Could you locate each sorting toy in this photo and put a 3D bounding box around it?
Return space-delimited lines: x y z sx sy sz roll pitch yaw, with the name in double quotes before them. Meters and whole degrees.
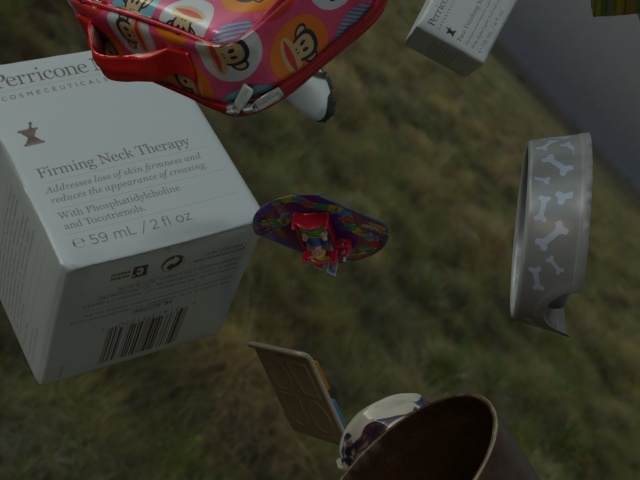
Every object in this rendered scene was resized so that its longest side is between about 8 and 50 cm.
"sorting toy" -0.028 0.262 2.002 0.193 0.038 0.208 3 -55 59

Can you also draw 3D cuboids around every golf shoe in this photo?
"golf shoe" -0.061 -0.231 1.543 0.094 0.077 0.198 -32 82 -43

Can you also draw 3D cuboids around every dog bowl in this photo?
"dog bowl" 0.384 -0.014 1.949 0.102 0.348 0.349 5 11 6

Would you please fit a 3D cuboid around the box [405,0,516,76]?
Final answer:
"box" 0.229 -0.366 1.787 0.119 0.181 0.182 28 1 -2

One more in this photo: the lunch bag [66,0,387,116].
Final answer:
"lunch bag" -0.108 -0.237 1.121 0.293 0.258 0.120 28 -27 39

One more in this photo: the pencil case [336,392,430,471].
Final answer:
"pencil case" 0.176 0.383 1.568 0.160 0.183 0.410 49 0 -42

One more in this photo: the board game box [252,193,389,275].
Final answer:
"board game box" 0.000 0.000 1.416 0.169 0.133 0.033 22 57 -27

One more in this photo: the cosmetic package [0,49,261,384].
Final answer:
"cosmetic package" -0.348 -0.049 1.831 0.329 0.327 0.393 -16 60 -30

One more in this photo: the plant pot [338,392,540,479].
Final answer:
"plant pot" 0.145 0.299 1.068 0.230 0.215 0.215 49 12 -14

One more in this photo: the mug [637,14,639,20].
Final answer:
"mug" 0.602 -0.385 1.941 0.150 0.113 0.169 19 -20 43

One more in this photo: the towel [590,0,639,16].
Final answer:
"towel" 0.435 -0.294 1.343 0.102 0.237 0.021 39 49 -75
